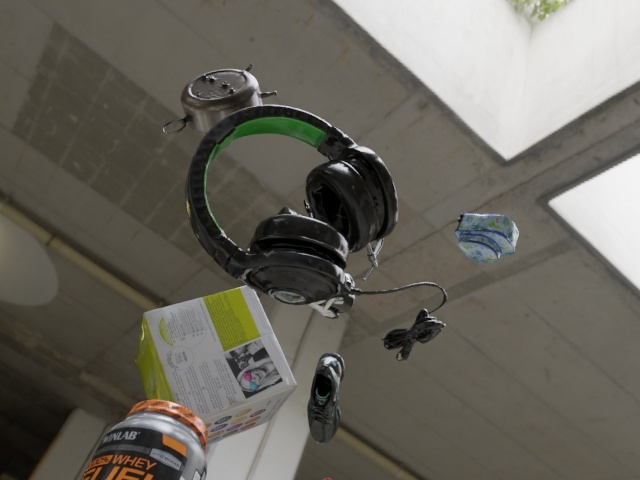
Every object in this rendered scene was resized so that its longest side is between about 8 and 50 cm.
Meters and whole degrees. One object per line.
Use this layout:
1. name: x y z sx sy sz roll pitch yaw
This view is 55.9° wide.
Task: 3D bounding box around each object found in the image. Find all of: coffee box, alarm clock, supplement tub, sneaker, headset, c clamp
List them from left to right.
1. supplement tub: -0.302 0.431 0.979 0.193 0.316 0.194 5 -54 7
2. coffee box: -0.320 0.381 1.751 0.338 0.334 0.338 63 -31 24
3. alarm clock: -0.177 -0.223 0.985 0.129 0.192 0.064 31 -31 36
4. sneaker: -0.012 0.062 1.269 0.257 0.169 0.447 29 -3 -12
5. headset: 0.000 0.000 0.805 0.394 0.243 0.185 40 -28 1
6. sneaker: 0.002 0.441 1.647 0.101 0.106 0.267 8 -77 16
7. c clamp: 0.106 -0.014 1.311 0.022 0.137 0.161 -1 -60 32

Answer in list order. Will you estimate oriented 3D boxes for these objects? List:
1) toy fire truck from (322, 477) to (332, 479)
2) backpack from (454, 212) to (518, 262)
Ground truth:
1. toy fire truck: -0.023 0.551 1.115 0.135 0.192 0.047 59 -21 -2
2. backpack: 0.350 -0.003 1.265 0.114 0.084 0.105 0 -32 40
